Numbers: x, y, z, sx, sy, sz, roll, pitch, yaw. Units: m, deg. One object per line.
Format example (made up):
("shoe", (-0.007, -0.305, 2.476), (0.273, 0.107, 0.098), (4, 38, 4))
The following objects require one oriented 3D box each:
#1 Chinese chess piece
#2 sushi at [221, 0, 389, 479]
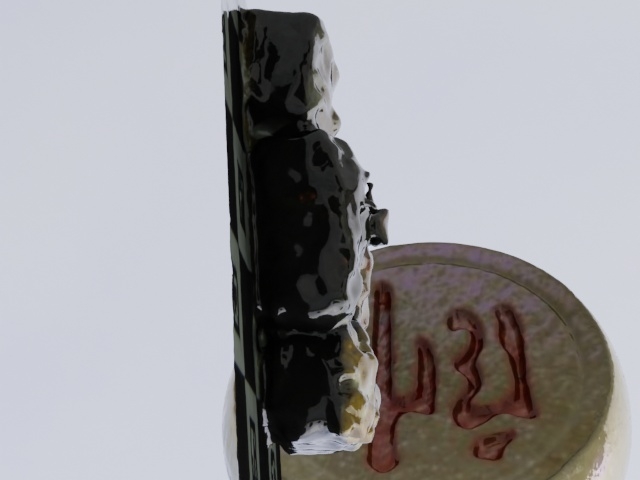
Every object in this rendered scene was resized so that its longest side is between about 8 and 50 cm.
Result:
("Chinese chess piece", (0.069, 0.123, 1.207), (0.270, 0.112, 0.270), (-4, -138, 4))
("sushi", (0.000, 0.000, 0.653), (0.050, 0.192, 0.215), (-4, -108, 2))
